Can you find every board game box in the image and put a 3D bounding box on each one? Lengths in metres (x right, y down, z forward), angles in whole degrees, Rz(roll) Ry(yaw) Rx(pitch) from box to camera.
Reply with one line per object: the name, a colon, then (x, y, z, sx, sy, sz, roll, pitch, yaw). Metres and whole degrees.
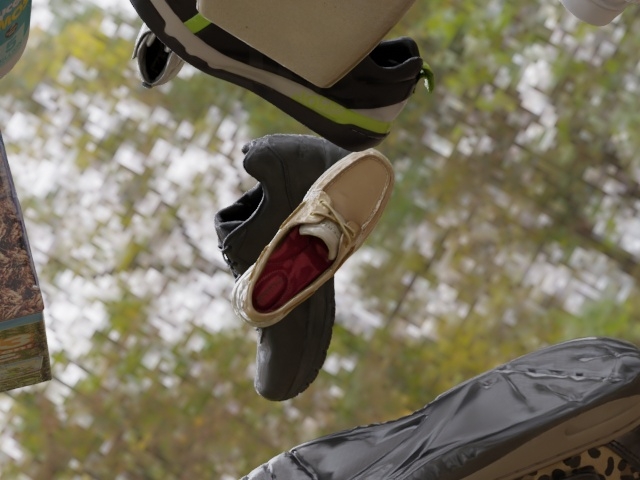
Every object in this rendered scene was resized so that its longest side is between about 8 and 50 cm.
board game box: (-0.312, -0.005, 1.526, 0.141, 0.232, 0.291, -14, -13, -10)

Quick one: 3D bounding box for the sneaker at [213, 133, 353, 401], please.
sneaker: (-0.043, 0.021, 1.807, 0.109, 0.130, 0.286, -107, 25, -64)

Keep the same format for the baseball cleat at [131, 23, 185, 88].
baseball cleat: (-0.149, -0.260, 2.043, 0.109, 0.072, 0.206, -83, 7, -76)

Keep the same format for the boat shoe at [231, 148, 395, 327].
boat shoe: (0.000, 0.000, 1.460, 0.170, 0.063, 0.059, -51, 7, -5)

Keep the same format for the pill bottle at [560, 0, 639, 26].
pill bottle: (0.311, -0.296, 1.844, 0.186, 0.112, 0.112, -43, -1, 40)

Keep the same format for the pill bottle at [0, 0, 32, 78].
pill bottle: (-0.304, -0.240, 1.544, 0.146, 0.146, 0.264, -52, -8, -27)

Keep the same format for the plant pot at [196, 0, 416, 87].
plant pot: (0.003, -0.138, 0.881, 0.096, 0.109, 0.109, -59, -1, 38)

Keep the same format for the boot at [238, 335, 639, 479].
boot: (0.096, 0.258, 1.340, 0.377, 0.284, 0.138, -26, 22, -3)

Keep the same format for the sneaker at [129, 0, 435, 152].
sneaker: (-0.025, -0.150, 1.293, 0.097, 0.234, 0.084, -51, 31, 21)
